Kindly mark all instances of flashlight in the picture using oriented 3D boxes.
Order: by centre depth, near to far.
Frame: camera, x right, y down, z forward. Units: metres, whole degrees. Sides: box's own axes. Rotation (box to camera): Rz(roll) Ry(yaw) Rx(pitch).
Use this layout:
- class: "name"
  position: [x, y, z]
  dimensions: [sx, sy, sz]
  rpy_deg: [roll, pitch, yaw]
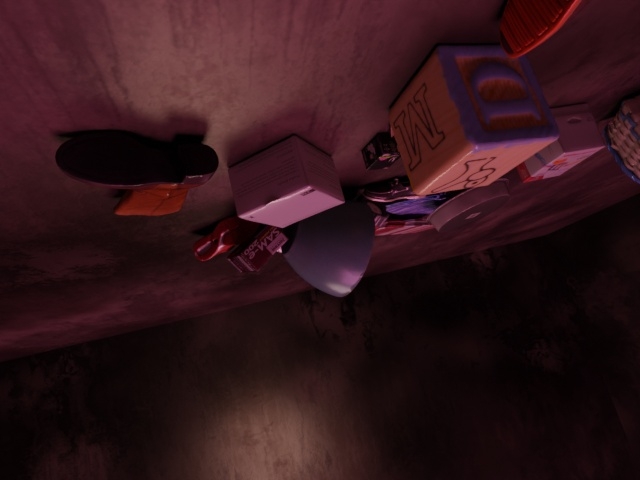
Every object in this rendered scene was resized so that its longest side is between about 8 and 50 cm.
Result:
- class: "flashlight"
  position: [0.097, -0.006, 1.451]
  dimensions: [0.304, 0.103, 0.103]
  rpy_deg: [-52, -175, 34]

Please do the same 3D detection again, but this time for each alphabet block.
- class: "alphabet block"
  position: [0.267, -0.214, 0.818]
  dimensions: [0.192, 0.193, 0.197]
  rpy_deg: [-8, 165, -21]

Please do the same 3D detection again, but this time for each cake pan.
- class: "cake pan"
  position: [0.499, -0.107, 1.489]
  dimensions: [0.293, 0.054, 0.293]
  rpy_deg: [-21, 164, -6]

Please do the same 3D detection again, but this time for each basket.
- class: "basket"
  position: [0.908, -0.256, 1.213]
  dimensions: [0.201, 0.255, 0.289]
  rpy_deg: [-20, 154, 11]

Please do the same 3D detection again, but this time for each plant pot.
- class: "plant pot"
  position: [0.000, 0.000, 1.297]
  dimensions: [0.195, 0.290, 0.290]
  rpy_deg: [17, 154, -21]

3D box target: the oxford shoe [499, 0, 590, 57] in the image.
- class: "oxford shoe"
  position: [0.344, -0.347, 0.587]
  dimensions: [0.098, 0.097, 0.271]
  rpy_deg: [-16, 168, -20]

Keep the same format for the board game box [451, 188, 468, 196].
- class: "board game box"
  position: [0.447, -0.161, 1.560]
  dimensions: [0.133, 0.033, 0.169]
  rpy_deg: [-11, 165, -16]

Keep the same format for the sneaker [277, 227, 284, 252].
- class: "sneaker"
  position: [-0.035, -0.020, 1.475]
  dimensions: [0.271, 0.100, 0.108]
  rpy_deg: [-8, 159, -29]

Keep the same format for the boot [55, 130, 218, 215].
- class: "boot"
  position: [-0.361, -0.111, 0.852]
  dimensions: [0.264, 0.096, 0.280]
  rpy_deg: [-14, 176, -36]

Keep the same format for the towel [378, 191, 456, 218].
- class: "towel"
  position: [0.354, -0.116, 1.546]
  dimensions: [0.243, 0.040, 0.336]
  rpy_deg: [-10, 170, 31]

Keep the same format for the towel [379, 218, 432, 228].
- class: "towel"
  position: [0.300, -0.052, 1.756]
  dimensions: [0.329, 0.037, 0.237]
  rpy_deg: [-4, 173, -24]

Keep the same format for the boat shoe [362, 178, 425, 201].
- class: "boat shoe"
  position: [0.221, -0.159, 1.317]
  dimensions: [0.206, 0.075, 0.065]
  rpy_deg: [-5, 121, -17]

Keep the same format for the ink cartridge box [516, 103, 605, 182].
- class: "ink cartridge box"
  position: [0.612, -0.253, 1.171]
  dimensions: [0.128, 0.127, 0.176]
  rpy_deg: [-12, 165, -12]

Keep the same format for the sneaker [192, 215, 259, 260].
- class: "sneaker"
  position: [-0.263, -0.021, 1.323]
  dimensions: [0.221, 0.087, 0.128]
  rpy_deg: [-23, -175, 16]

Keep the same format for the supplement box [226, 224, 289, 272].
- class: "supplement box"
  position: [-0.191, 0.025, 1.312]
  dimensions: [0.130, 0.073, 0.239]
  rpy_deg: [-47, -168, -19]

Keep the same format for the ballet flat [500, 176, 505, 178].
- class: "ballet flat"
  position: [0.546, -0.201, 1.498]
  dimensions: [0.168, 0.057, 0.052]
  rpy_deg: [-4, -170, -27]

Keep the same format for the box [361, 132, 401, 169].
- class: "box"
  position: [0.143, -0.203, 1.024]
  dimensions: [0.062, 0.052, 0.083]
  rpy_deg: [-7, 165, -26]

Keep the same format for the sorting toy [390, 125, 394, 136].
- class: "sorting toy"
  position: [0.181, -0.247, 0.975]
  dimensions: [0.062, 0.012, 0.083]
  rpy_deg: [-21, 163, 4]

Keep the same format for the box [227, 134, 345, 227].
- class: "box"
  position: [-0.072, -0.120, 0.985]
  dimensions: [0.181, 0.119, 0.182]
  rpy_deg: [-21, 165, 23]
